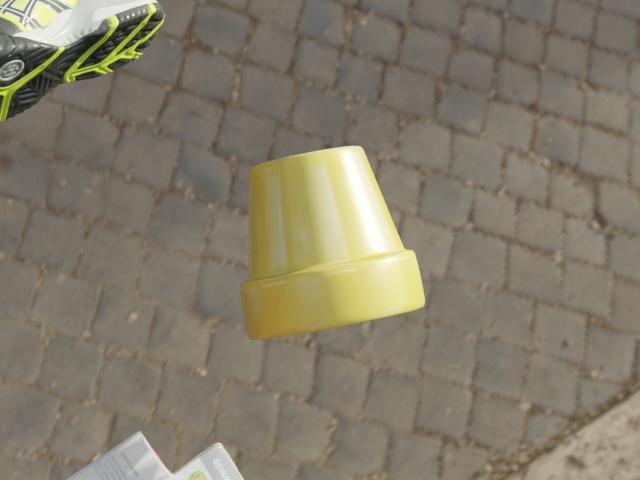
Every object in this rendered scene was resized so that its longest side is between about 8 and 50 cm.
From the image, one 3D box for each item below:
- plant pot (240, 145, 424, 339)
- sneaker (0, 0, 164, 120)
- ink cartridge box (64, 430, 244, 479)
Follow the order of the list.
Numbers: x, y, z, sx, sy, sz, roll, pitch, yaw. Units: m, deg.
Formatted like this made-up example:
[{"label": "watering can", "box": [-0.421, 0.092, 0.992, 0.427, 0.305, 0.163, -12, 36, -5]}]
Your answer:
[{"label": "plant pot", "box": [0.000, 0.000, 2.005, 0.254, 0.254, 0.239, -11, 89, -22]}, {"label": "sneaker", "box": [-0.387, -0.260, 1.824, 0.385, 0.145, 0.147, -25, 69, -40]}, {"label": "ink cartridge box", "box": [-0.191, 0.408, 1.784, 0.272, 0.130, 0.309, -32, 118, -12]}]
